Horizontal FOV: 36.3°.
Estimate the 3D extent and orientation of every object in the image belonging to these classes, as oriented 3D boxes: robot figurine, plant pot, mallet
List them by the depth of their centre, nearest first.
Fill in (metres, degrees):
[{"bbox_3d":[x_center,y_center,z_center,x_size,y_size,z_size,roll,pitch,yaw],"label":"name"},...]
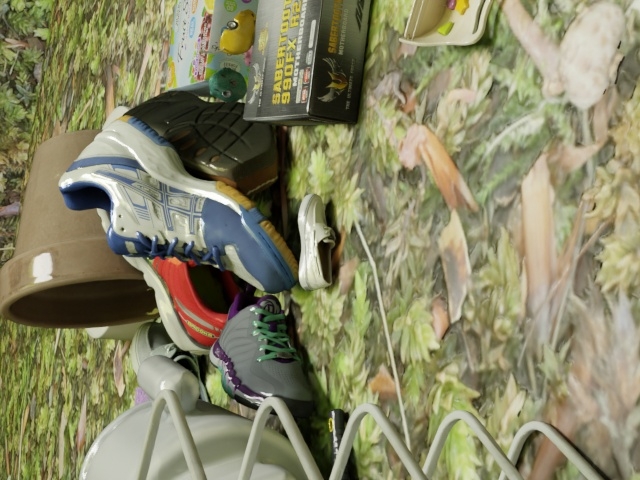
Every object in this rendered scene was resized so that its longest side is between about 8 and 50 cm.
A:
[{"bbox_3d":[0.025,0.236,0.858,0.062,0.039,0.189,135,139,-55],"label":"mallet"},{"bbox_3d":[-0.126,0.264,0.967,0.353,0.200,0.299,178,84,-66],"label":"robot figurine"},{"bbox_3d":[-0.308,-0.019,1.323,0.263,0.263,0.229,-36,59,57],"label":"plant pot"}]

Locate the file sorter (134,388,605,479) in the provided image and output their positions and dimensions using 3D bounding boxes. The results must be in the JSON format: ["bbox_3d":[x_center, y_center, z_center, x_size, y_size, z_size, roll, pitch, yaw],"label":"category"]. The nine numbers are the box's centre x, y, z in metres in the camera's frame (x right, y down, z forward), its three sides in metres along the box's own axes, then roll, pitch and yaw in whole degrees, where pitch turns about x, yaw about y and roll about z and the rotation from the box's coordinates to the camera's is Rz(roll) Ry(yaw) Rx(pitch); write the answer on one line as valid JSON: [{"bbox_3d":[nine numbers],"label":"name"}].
[{"bbox_3d":[0.031,0.207,0.576,0.173,0.278,0.192,-128,50,-62],"label":"file sorter"}]

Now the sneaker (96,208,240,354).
[{"bbox_3d":[-0.165,0.000,1.170,0.118,0.107,0.279,-35,88,46],"label":"sneaker"}]

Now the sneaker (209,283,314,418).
[{"bbox_3d":[-0.061,0.110,1.017,0.224,0.083,0.098,26,102,64],"label":"sneaker"}]

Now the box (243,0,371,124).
[{"bbox_3d":[-0.011,-0.237,1.024,0.183,0.056,0.231,13,96,64],"label":"box"}]

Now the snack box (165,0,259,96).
[{"bbox_3d":[-0.141,-0.300,1.296,0.174,0.070,0.207,11,92,64],"label":"snack box"}]

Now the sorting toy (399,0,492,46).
[{"bbox_3d":[0.109,-0.189,0.780,0.075,0.045,0.083,39,118,53],"label":"sorting toy"}]

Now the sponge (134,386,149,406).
[{"bbox_3d":[-0.246,0.314,1.409,0.117,0.031,0.210,-18,68,63],"label":"sponge"}]

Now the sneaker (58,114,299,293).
[{"bbox_3d":[-0.158,-0.011,1.065,0.296,0.131,0.112,34,156,24],"label":"sneaker"}]

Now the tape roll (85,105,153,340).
[{"bbox_3d":[-0.323,-0.028,1.612,0.392,0.072,0.392,-27,59,60],"label":"tape roll"}]

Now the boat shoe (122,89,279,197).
[{"bbox_3d":[-0.139,-0.103,1.217,0.324,0.123,0.119,31,144,56],"label":"boat shoe"}]

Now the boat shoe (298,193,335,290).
[{"bbox_3d":[0.000,0.000,0.974,0.035,0.035,0.100,-10,69,36],"label":"boat shoe"}]

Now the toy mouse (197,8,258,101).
[{"bbox_3d":[-0.087,-0.210,1.153,0.161,0.031,0.143,-53,-15,-32],"label":"toy mouse"}]

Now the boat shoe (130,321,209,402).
[{"bbox_3d":[-0.187,0.179,1.279,0.081,0.079,0.227,-56,40,29],"label":"boat shoe"}]
